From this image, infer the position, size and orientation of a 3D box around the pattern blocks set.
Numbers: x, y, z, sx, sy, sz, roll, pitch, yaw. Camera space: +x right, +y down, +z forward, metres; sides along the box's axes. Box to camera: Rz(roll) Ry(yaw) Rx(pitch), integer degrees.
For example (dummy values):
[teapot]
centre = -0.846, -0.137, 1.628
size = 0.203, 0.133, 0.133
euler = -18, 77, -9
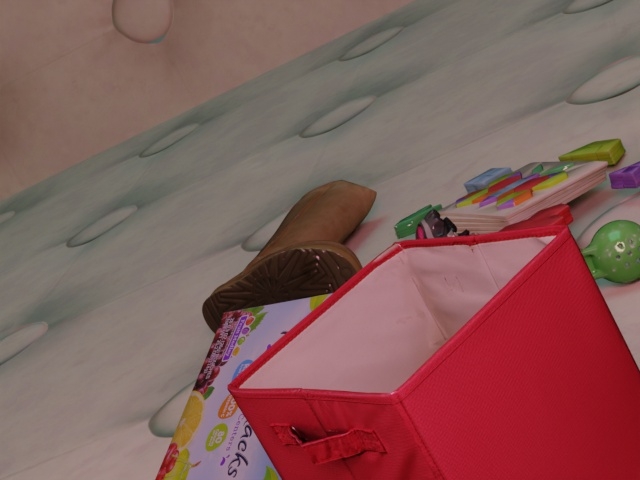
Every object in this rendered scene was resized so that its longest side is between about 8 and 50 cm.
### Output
[pattern blocks set]
centre = 0.212, -0.047, 1.480
size = 0.285, 0.026, 0.325
euler = -30, 12, -32

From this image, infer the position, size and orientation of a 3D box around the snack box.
[snack box]
centre = -0.040, 0.151, 1.165
size = 0.174, 0.070, 0.207
euler = -12, 47, 44

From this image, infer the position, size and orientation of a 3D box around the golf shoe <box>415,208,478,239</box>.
[golf shoe]
centre = 0.127, 0.077, 1.229
size = 0.120, 0.105, 0.273
euler = -55, 17, 13

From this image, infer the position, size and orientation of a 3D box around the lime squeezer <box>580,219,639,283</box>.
[lime squeezer]
centre = 0.247, 0.010, 1.261
size = 0.310, 0.059, 0.110
euler = -20, 19, 29

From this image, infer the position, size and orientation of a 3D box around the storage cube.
[storage cube]
centre = 0.090, 0.124, 0.931
size = 0.215, 0.193, 0.184
euler = -40, 20, -32

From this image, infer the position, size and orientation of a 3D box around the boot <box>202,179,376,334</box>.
[boot]
centre = 0.000, 0.000, 1.644
size = 0.236, 0.089, 0.269
euler = -16, 19, 36
